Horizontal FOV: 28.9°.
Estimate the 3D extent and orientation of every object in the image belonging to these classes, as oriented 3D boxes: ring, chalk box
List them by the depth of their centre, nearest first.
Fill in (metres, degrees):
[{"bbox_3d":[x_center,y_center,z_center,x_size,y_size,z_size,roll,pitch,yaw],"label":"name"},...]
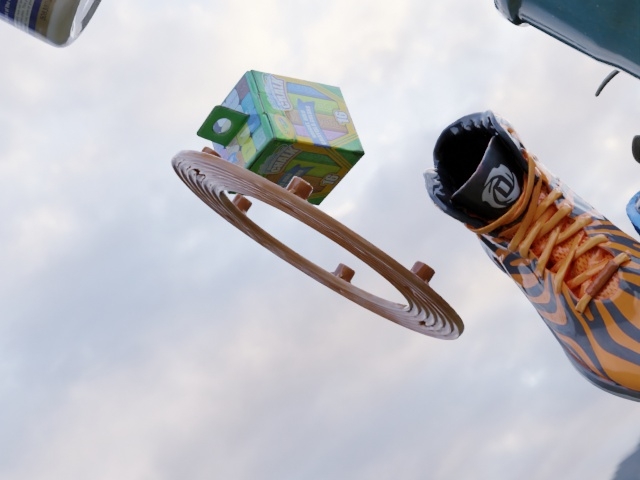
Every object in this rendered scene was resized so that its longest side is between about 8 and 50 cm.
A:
[{"bbox_3d":[0.000,0.000,1.236,0.032,0.336,0.336,-58,-27,-9],"label":"ring"},{"bbox_3d":[-0.069,-0.147,1.766,0.213,0.132,0.132,5,-37,-37],"label":"chalk box"}]

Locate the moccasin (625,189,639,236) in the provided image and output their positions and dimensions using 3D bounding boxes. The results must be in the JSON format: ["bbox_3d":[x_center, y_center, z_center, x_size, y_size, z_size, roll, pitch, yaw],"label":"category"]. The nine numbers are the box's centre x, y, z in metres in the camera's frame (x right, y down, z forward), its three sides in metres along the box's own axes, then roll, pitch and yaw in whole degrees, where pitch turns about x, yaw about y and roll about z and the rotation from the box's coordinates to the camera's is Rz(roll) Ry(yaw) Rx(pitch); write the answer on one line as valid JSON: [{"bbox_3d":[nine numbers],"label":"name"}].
[{"bbox_3d":[0.343,0.034,0.809,0.117,0.342,0.137,-46,-37,5],"label":"moccasin"}]

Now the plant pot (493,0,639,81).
[{"bbox_3d":[0.246,-0.131,0.462,0.272,0.255,0.272,-51,-12,-15],"label":"plant pot"}]

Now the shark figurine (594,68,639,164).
[{"bbox_3d":[0.332,-0.097,1.033,0.166,0.116,0.278,-49,-33,-14],"label":"shark figurine"}]

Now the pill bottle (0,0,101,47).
[{"bbox_3d":[-0.342,-0.316,1.248,0.153,0.264,0.153,-63,6,11],"label":"pill bottle"}]

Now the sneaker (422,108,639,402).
[{"bbox_3d":[0.185,0.007,1.019,0.125,0.321,0.180,-50,-47,4],"label":"sneaker"}]
